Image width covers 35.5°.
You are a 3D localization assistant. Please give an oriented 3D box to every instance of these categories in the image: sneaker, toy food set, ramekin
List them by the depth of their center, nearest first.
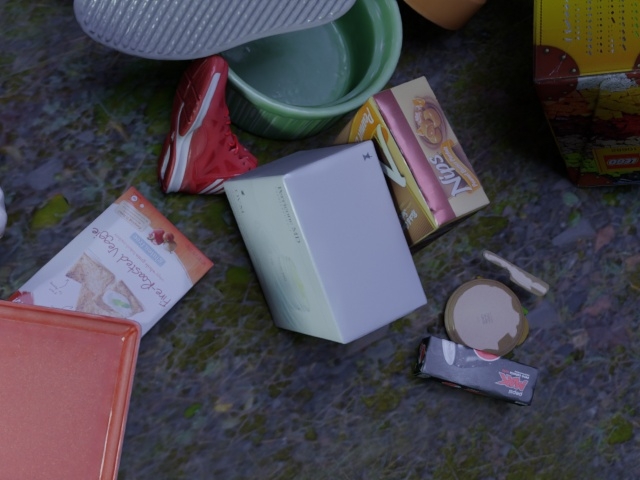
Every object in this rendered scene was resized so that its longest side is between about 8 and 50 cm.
[{"bbox_3d":[-0.138,-0.329,1.315,0.366,0.150,0.135,-7,121,-11],"label":"sneaker"},{"bbox_3d":[-0.138,-0.156,1.379,0.128,0.221,0.087,6,42,-28],"label":"sneaker"},{"bbox_3d":[-0.046,-0.295,1.466,0.303,0.148,0.303,5,72,-17],"label":"ramekin"},{"bbox_3d":[0.248,0.122,1.503,0.132,0.038,0.192,32,77,-1],"label":"toy food set"}]

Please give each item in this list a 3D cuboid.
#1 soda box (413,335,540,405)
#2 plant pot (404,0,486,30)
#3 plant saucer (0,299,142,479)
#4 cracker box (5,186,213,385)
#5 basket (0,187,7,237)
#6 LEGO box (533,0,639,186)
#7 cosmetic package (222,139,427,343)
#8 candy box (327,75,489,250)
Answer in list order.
[{"bbox_3d":[0.224,0.188,1.440,0.169,0.053,0.060,17,78,-5],"label":"soda box"},{"bbox_3d":[0.191,-0.494,1.507,0.291,0.203,0.291,35,33,-27],"label":"plant pot"},{"bbox_3d":[-0.364,0.207,1.218,0.258,0.048,0.259,9,85,-5],"label":"plant saucer"},{"bbox_3d":[-0.278,0.063,1.323,0.156,0.067,0.232,44,66,-2],"label":"cracker box"},{"bbox_3d":[-0.568,-0.085,1.163,0.328,0.266,0.331,-16,78,-22],"label":"basket"},{"bbox_3d":[0.454,-0.383,1.526,0.193,0.372,0.500,-3,70,22],"label":"LEGO box"},{"bbox_3d":[0.000,0.000,1.319,0.138,0.225,0.224,-24,100,-24],"label":"cosmetic package"},{"bbox_3d":[0.088,-0.069,1.350,0.087,0.316,0.183,-24,83,-23],"label":"candy box"}]
